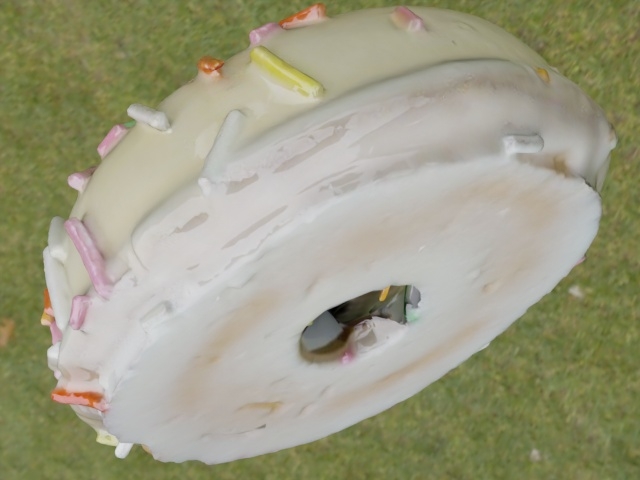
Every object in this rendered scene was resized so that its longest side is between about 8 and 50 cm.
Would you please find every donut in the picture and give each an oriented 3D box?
[{"bbox_3d":[0.000,0.000,0.776,0.382,0.383,0.142,-54,54,40],"label":"donut"}]
